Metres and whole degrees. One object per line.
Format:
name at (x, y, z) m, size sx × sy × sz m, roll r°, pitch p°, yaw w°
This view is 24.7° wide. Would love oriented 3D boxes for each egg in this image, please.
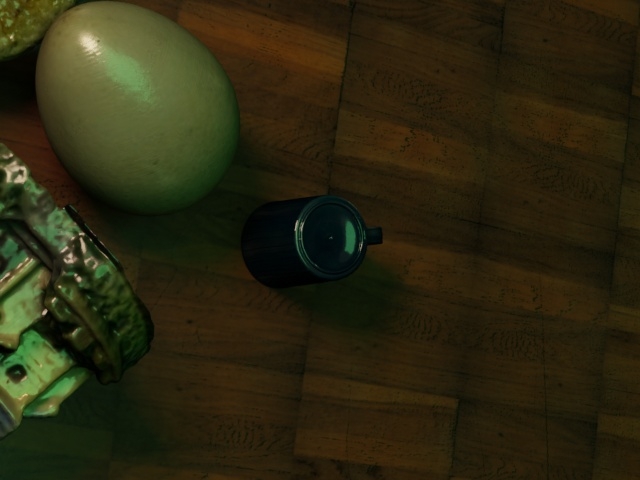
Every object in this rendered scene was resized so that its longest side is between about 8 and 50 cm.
egg at (-0.215, -0.157, 1.678) m, size 0.218 × 0.218 × 0.295 m, roll -57°, pitch 140°, yaw -21°

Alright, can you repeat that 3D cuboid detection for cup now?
cup at (-0.006, -0.008, 1.852) m, size 0.150 × 0.138 × 0.113 m, roll -36°, pitch 104°, yaw -27°

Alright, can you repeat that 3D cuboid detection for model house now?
model house at (-0.376, 0.084, 1.568) m, size 0.266 × 0.261 × 0.321 m, roll -42°, pitch 102°, yaw -23°

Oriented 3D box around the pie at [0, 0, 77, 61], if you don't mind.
pie at (-0.378, -0.331, 1.609) m, size 0.277 × 0.078 × 0.277 m, roll -7°, pitch 104°, yaw -29°
